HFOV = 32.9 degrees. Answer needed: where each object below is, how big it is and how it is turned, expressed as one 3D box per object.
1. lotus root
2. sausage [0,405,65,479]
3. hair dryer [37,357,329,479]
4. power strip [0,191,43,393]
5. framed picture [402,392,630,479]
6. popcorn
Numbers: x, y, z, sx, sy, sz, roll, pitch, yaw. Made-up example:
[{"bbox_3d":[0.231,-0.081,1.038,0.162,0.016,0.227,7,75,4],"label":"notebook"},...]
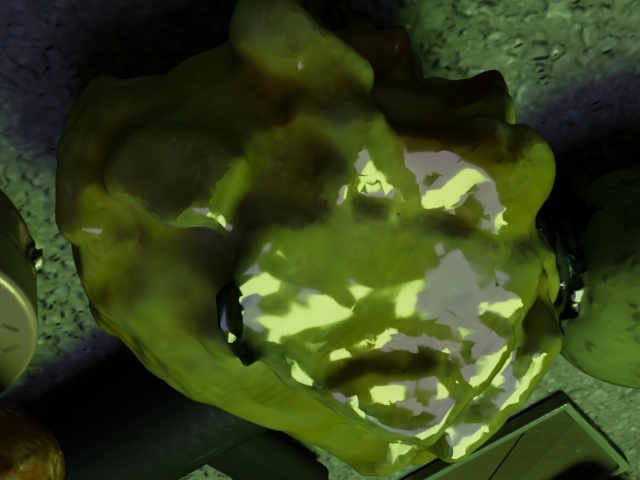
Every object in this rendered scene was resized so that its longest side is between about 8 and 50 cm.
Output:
[{"bbox_3d":[0.279,0.013,0.703,0.309,0.173,0.173,-6,136,-15],"label":"lotus root"},{"bbox_3d":[-0.230,0.157,0.678,0.103,0.076,0.302,-31,-179,-41],"label":"sausage"},{"bbox_3d":[-0.070,0.156,0.795,0.197,0.089,0.251,-32,141,14],"label":"hair dryer"},{"bbox_3d":[-0.234,0.031,0.612,0.154,0.078,0.154,-8,135,-9],"label":"power strip"},{"bbox_3d":[0.161,0.218,0.972,0.203,0.015,0.150,-33,134,17],"label":"framed picture"},{"bbox_3d":[0.000,0.000,0.563,0.286,0.215,0.252,25,129,-31],"label":"popcorn"}]
